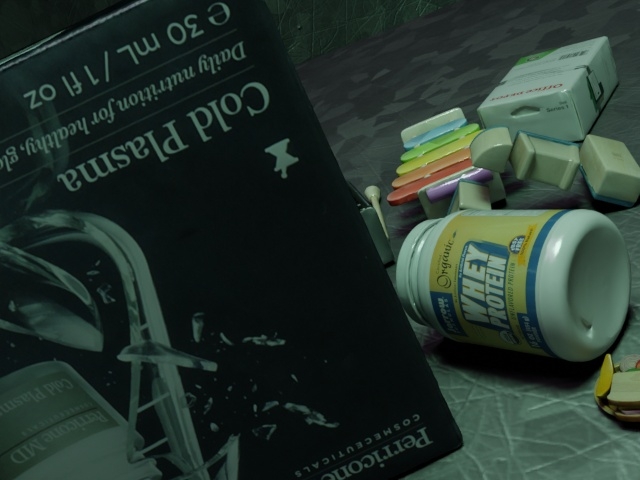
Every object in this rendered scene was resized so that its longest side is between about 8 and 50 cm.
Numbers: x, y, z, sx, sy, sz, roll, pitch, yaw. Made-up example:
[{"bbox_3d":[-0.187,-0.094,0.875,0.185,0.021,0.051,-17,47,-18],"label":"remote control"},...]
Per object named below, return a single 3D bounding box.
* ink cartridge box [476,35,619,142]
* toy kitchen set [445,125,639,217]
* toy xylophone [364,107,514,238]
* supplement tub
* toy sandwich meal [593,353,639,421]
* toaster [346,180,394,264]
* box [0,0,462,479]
[{"bbox_3d":[0.383,-0.243,1.184,0.160,0.092,0.219,-5,32,42],"label":"ink cartridge box"},{"bbox_3d":[0.286,-0.060,0.946,0.207,0.166,0.122,14,31,1],"label":"toy kitchen set"},{"bbox_3d":[0.178,-0.106,1.124,0.236,0.081,0.322,-25,22,4],"label":"toy xylophone"},{"bbox_3d":[0.191,0.040,0.724,0.200,0.144,0.144,2,36,49],"label":"supplement tub"},{"bbox_3d":[0.273,0.122,0.609,0.086,0.029,0.085,-22,23,10],"label":"toy sandwich meal"},{"bbox_3d":[0.000,0.000,1.053,0.168,0.110,0.185,-27,23,-2],"label":"toaster"},{"bbox_3d":[-0.192,0.047,0.693,0.480,0.471,0.297,-26,24,1],"label":"box"}]
